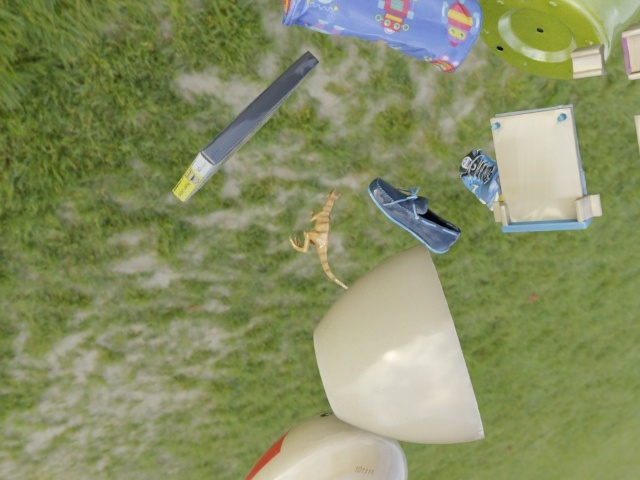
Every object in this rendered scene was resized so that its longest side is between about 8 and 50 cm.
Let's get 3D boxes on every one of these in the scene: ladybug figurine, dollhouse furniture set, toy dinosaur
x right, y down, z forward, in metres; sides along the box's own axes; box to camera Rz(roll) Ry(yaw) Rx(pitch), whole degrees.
[{"bbox_3d":[-0.026,0.477,1.365,0.305,0.162,0.449,21,112,-30],"label":"ladybug figurine"},{"bbox_3d":[0.417,-0.183,1.210,0.304,0.286,0.198,-5,-164,35],"label":"dollhouse furniture set"},{"bbox_3d":[0.000,0.000,1.441,0.064,0.211,0.112,15,158,-40],"label":"toy dinosaur"}]

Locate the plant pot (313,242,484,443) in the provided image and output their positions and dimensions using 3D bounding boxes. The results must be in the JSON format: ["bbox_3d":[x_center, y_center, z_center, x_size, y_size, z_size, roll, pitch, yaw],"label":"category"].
[{"bbox_3d":[0.098,0.164,1.075,0.191,0.284,0.284,-16,145,5],"label":"plant pot"}]

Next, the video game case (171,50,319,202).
[{"bbox_3d":[-0.138,-0.197,1.342,0.275,0.035,0.248,-48,-172,-23],"label":"video game case"}]

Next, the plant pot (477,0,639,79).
[{"bbox_3d":[0.431,-0.480,1.268,0.352,0.367,0.366,-61,147,-13],"label":"plant pot"}]

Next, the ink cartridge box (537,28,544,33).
[{"bbox_3d":[0.416,-0.427,1.311,0.180,0.104,0.060,-41,139,-20],"label":"ink cartridge box"}]

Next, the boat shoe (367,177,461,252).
[{"bbox_3d":[0.232,-0.078,1.821,0.258,0.109,0.089,33,125,-20],"label":"boat shoe"}]

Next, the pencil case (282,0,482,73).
[{"bbox_3d":[0.088,-0.344,1.128,0.306,0.133,0.119,11,101,-19],"label":"pencil case"}]

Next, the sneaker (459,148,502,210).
[{"bbox_3d":[0.458,-0.175,2.120,0.129,0.147,0.330,-53,-177,2],"label":"sneaker"}]
